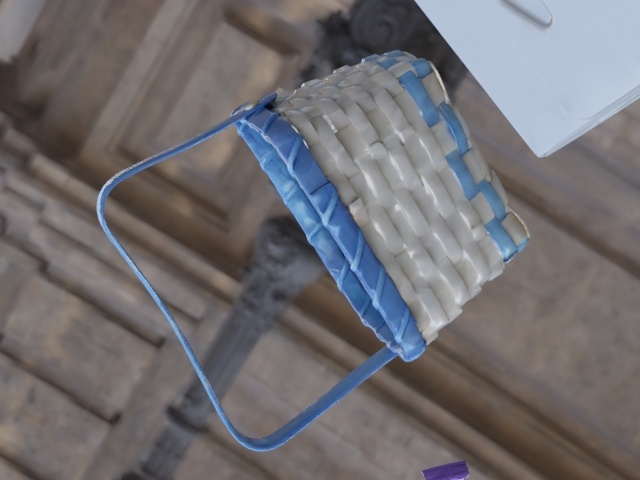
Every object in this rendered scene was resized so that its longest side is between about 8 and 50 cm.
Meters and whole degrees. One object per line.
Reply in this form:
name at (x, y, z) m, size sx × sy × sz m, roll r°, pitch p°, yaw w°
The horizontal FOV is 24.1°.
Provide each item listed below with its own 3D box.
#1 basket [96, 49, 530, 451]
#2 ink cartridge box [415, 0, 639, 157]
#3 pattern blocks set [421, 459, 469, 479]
basket at (0.000, 0.000, 1.206) m, size 0.255 × 0.289 × 0.201 m, roll 61°, pitch 169°, yaw -15°
ink cartridge box at (0.131, -0.145, 0.639) m, size 0.128 × 0.127 × 0.176 m, roll 51°, pitch -137°, yaw -3°
pattern blocks set at (0.156, 0.334, 1.497) m, size 0.325 × 0.285 × 0.026 m, roll 59°, pitch -171°, yaw -36°
